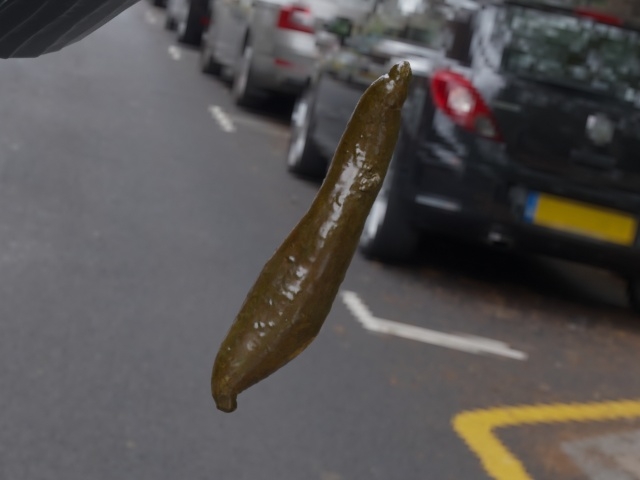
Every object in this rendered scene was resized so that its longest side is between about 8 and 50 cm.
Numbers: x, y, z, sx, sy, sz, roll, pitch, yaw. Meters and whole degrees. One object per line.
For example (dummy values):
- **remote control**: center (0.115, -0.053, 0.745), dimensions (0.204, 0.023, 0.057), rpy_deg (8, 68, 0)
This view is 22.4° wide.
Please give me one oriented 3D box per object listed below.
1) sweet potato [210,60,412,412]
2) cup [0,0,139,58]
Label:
- **sweet potato**: center (0.000, 0.000, 0.475), dimensions (0.026, 0.115, 0.026), rpy_deg (28, 0, 0)
- **cup**: center (-0.082, -0.119, 0.463), dimensions (0.150, 0.113, 0.138), rpy_deg (-28, 3, -41)
